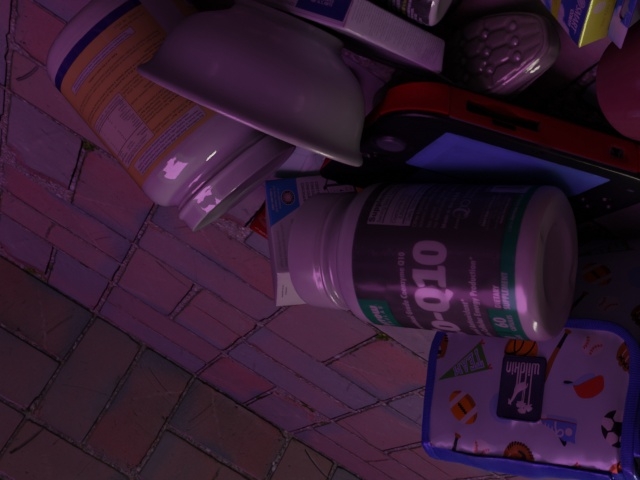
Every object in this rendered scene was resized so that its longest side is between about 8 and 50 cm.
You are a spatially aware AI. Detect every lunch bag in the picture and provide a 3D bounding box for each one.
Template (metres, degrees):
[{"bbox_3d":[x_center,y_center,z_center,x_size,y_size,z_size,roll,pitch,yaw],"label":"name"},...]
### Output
[{"bbox_3d":[0.353,0.174,1.316,0.328,0.385,0.239,-2,131,39],"label":"lunch bag"}]

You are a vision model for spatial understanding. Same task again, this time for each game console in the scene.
[{"bbox_3d":[0.222,-0.093,1.237,0.387,0.060,0.342,15,161,-14],"label":"game console"}]

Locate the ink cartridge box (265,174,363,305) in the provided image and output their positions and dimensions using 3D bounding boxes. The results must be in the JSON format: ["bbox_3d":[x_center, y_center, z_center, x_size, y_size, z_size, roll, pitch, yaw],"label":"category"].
[{"bbox_3d":[0.031,-0.004,1.504,0.233,0.171,0.168,-6,158,-6],"label":"ink cartridge box"}]

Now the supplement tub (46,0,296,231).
[{"bbox_3d":[-0.218,-0.203,1.347,0.331,0.241,0.241,51,153,0],"label":"supplement tub"}]

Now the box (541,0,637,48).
[{"bbox_3d":[0.254,-0.285,0.923,0.109,0.042,0.178,84,161,-59],"label":"box"}]

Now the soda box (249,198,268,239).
[{"bbox_3d":[0.000,0.000,1.744,0.263,0.092,0.083,33,155,-7],"label":"soda box"}]

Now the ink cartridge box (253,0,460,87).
[{"bbox_3d":[0.041,-0.264,1.105,0.224,0.045,0.223,15,-169,-45],"label":"ink cartridge box"}]

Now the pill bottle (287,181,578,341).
[{"bbox_3d":[0.150,0.022,1.236,0.361,0.204,0.204,3,144,32],"label":"pill bottle"}]

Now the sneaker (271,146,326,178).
[{"bbox_3d":[0.012,-0.176,1.448,0.151,0.094,0.256,14,147,-29],"label":"sneaker"}]

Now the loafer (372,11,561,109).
[{"bbox_3d":[0.196,-0.208,1.182,0.112,0.112,0.319,5,167,-33],"label":"loafer"}]

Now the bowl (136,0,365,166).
[{"bbox_3d":[-0.061,-0.207,1.097,0.298,0.134,0.298,23,-171,-4],"label":"bowl"}]

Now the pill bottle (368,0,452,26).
[{"bbox_3d":[0.043,-0.349,1.032,0.246,0.130,0.130,24,154,10],"label":"pill bottle"}]

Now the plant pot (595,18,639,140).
[{"bbox_3d":[0.395,-0.177,0.938,0.201,0.201,0.180,36,169,-14],"label":"plant pot"}]
